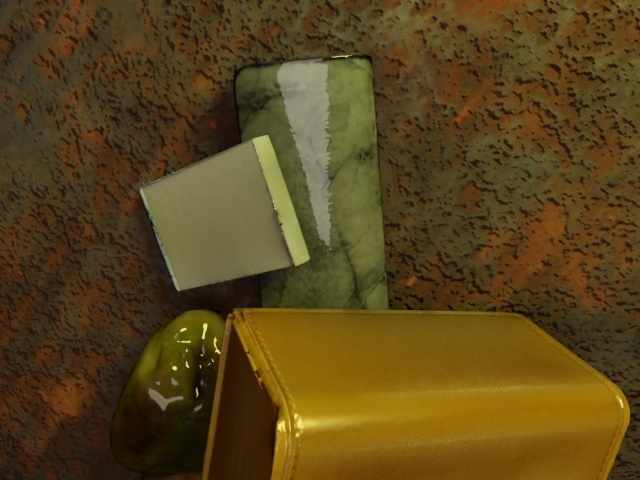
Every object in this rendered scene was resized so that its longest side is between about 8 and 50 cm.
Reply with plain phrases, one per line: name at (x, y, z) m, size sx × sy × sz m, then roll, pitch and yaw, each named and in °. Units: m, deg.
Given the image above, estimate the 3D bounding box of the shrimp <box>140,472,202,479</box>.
shrimp at (-0.064, 0.304, 0.592) m, size 0.316 × 0.062 × 0.164 m, roll 0°, pitch 103°, yaw 9°

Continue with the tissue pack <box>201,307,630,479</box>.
tissue pack at (0.064, 0.165, 0.441) m, size 0.274 × 0.145 × 0.194 m, roll 3°, pitch 107°, yaw -23°

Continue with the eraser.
eraser at (-0.085, -0.018, 0.480) m, size 0.150 × 0.023 × 0.104 m, roll -14°, pitch 98°, yaw 38°

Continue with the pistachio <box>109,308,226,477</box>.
pistachio at (-0.128, 0.158, 0.533) m, size 0.110 × 0.100 × 0.189 m, roll 28°, pitch 106°, yaw 2°

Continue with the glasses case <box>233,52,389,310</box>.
glasses case at (0.000, 0.000, 0.495) m, size 0.114 × 0.060 × 0.299 m, roll -4°, pitch 106°, yaw 8°
